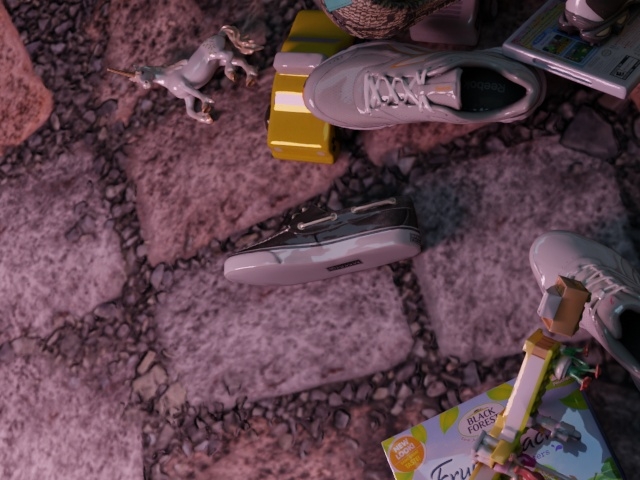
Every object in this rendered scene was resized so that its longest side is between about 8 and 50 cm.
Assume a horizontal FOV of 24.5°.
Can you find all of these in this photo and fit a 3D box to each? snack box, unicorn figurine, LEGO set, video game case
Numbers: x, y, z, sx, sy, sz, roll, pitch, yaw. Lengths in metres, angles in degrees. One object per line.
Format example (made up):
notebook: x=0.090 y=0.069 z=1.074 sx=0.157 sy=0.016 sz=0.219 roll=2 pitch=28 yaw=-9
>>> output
snack box: x=0.188 y=0.238 z=1.459 sx=0.207 sy=0.070 sz=0.174 roll=-26 pitch=65 yaw=9
unicorn figurine: x=-0.150 y=-0.196 z=1.750 sx=0.162 sy=0.060 sz=0.111 roll=-35 pitch=62 yaw=-12
LEGO set: x=0.210 y=0.183 z=1.369 sx=0.107 sy=0.132 sz=0.287 roll=24 pitch=74 yaw=18
video game case: x=0.292 y=-0.215 z=1.558 sx=0.143 sy=0.019 sz=0.157 roll=24 pitch=47 yaw=25

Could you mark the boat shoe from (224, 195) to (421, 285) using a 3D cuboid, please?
boat shoe: x=0.000 y=0.000 z=1.614 sx=0.219 sy=0.078 sz=0.070 roll=-10 pitch=69 yaw=9

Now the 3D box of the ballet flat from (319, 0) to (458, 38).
ballet flat: x=0.222 y=-0.353 z=1.535 sx=0.483 sy=0.182 sz=0.164 roll=-30 pitch=102 yaw=-9

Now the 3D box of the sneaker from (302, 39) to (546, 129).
sneaker: x=0.108 y=-0.165 z=1.562 sx=0.263 sy=0.121 sz=0.099 roll=-4 pitch=98 yaw=6

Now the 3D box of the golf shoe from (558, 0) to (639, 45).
golf shoe: x=0.321 y=-0.288 z=1.546 sx=0.077 sy=0.094 sz=0.198 roll=22 pitch=50 yaw=25

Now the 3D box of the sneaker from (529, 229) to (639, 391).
sneaker: x=0.291 y=0.062 z=1.455 sx=0.090 sy=0.115 sz=0.232 roll=-46 pitch=63 yaw=1

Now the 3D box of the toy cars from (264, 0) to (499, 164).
toy cars: x=0.069 y=-0.253 z=1.663 sx=0.394 sy=0.087 sz=0.176 roll=-40 pitch=64 yaw=4
